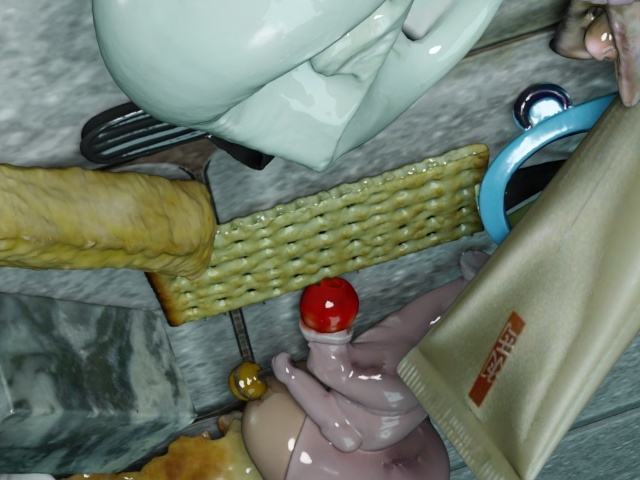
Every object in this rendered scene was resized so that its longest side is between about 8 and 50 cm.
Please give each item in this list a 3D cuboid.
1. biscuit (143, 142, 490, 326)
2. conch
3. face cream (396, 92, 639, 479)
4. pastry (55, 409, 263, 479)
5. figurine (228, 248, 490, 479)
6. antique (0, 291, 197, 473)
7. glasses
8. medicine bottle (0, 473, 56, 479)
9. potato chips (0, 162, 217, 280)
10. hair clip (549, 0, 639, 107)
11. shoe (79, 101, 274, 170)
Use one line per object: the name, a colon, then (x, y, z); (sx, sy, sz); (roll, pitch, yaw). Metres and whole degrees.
biscuit: (0.000, 0.000, 1.029); (0.231, 0.016, 0.139); (-18, 158, -4)
conch: (0.002, -0.109, 0.636); (0.185, 0.121, 0.221); (-14, 167, 8)
face cream: (0.172, -0.012, 0.889); (0.084, 0.137, 0.341); (20, 113, -42)
pastry: (-0.127, 0.275, 1.366); (0.256, 0.170, 0.237); (-13, 155, -4)
figurine: (0.028, 0.124, 1.215); (0.176, 0.186, 0.287); (-51, 162, -46)
antique: (-0.170, 0.096, 1.008); (0.086, 0.088, 0.183); (-35, 153, 28)
glasses: (0.212, -0.028, 1.022); (0.239, 0.102, 0.207); (-11, 161, -4)
medicine bottle: (-0.259, 0.222, 1.075); (0.220, 0.061, 0.092); (-31, 165, 26)
potato chips: (-0.189, -0.013, 0.768); (0.407, 0.057, 0.080); (4, 164, -45)
hair clip: (0.153, -0.147, 0.747); (0.173, 0.069, 0.300); (-17, 158, -2)
shoe: (-0.046, -0.058, 0.814); (0.159, 0.053, 0.062); (-16, 154, -3)
